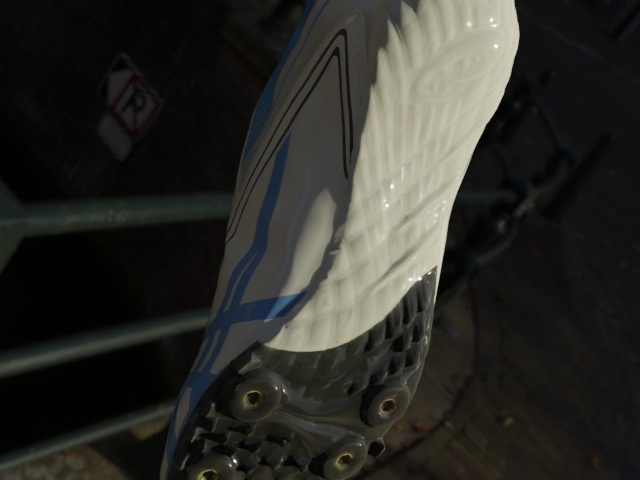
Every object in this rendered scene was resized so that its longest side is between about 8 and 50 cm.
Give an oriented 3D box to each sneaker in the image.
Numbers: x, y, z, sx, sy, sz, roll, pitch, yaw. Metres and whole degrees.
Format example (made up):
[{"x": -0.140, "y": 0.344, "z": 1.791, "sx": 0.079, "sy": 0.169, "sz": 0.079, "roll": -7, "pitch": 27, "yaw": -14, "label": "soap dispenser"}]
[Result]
[{"x": 0.000, "y": 0.000, "z": 0.420, "sx": 0.085, "sy": 0.237, "sz": 0.086, "roll": 18, "pitch": 7, "yaw": -31, "label": "sneaker"}]
